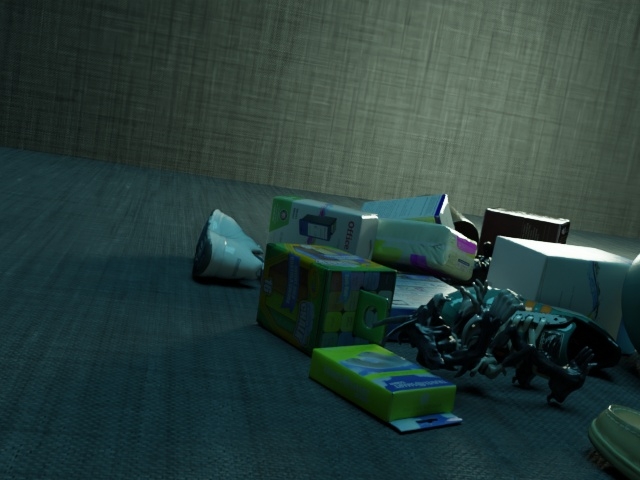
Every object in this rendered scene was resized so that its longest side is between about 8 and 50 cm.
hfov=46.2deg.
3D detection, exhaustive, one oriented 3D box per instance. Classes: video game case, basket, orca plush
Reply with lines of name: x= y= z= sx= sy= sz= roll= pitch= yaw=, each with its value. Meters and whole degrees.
video game case: x=0.143 y=0.113 z=1.319 sx=0.269 sy=0.061 sz=0.244 roll=6 pitch=11 yaw=-23
basket: x=0.332 y=-0.026 z=2.096 sx=0.204 sy=0.154 sz=0.227 roll=-19 pitch=23 yaw=-14
orca plush: x=0.376 y=0.048 z=1.827 sx=0.287 sy=0.102 sz=0.151 roll=4 pitch=11 yaw=-31

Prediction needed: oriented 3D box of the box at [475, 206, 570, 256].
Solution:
box: x=0.547 y=0.011 z=2.027 sx=0.203 sy=0.167 sz=0.168 roll=13 pitch=10 yaw=24

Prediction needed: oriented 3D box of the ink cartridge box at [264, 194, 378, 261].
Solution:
ink cartridge box: x=0.000 y=0.000 z=1.572 sx=0.212 sy=0.154 sz=0.093 roll=14 pitch=10 yaw=24

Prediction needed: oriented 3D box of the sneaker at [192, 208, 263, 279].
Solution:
sneaker: x=-0.182 y=0.022 z=1.493 sx=0.129 sy=0.111 sz=0.297 roll=19 pitch=14 yaw=-12

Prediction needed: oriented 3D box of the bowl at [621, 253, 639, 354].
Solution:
bowl: x=0.625 y=0.110 z=1.242 sx=0.312 sy=0.311 sz=0.163 roll=6 pitch=-10 yaw=-23

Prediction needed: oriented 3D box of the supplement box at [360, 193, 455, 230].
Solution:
supplement box: x=0.207 y=-0.032 z=1.851 sx=0.220 sy=0.111 sz=0.114 roll=-5 pitch=31 yaw=24

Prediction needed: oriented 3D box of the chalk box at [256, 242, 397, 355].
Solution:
chalk box: x=0.018 y=0.091 z=1.106 sx=0.132 sy=0.132 sz=0.213 roll=3 pitch=10 yaw=-36

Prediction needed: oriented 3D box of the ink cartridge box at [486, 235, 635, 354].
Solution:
ink cartridge box: x=0.444 y=0.098 z=1.375 sx=0.233 sy=0.168 sz=0.171 roll=6 pitch=10 yaw=-20

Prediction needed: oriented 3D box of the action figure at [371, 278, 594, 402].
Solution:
action figure: x=0.213 y=0.121 z=1.002 sx=0.276 sy=0.141 sz=0.164 roll=19 pitch=6 yaw=-16

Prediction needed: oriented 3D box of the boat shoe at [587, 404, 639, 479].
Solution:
boat shoe: x=0.435 y=0.228 z=0.748 sx=0.122 sy=0.110 sz=0.341 roll=2 pitch=12 yaw=-41

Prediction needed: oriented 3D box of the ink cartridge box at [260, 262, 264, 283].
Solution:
ink cartridge box: x=-0.084 y=0.071 z=1.445 sx=0.063 sy=0.029 sz=0.115 roll=9 pitch=8 yaw=-6

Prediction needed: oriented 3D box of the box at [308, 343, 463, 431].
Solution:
box: x=0.080 y=0.176 z=0.924 sx=0.109 sy=0.042 sz=0.178 roll=2 pitch=11 yaw=-37

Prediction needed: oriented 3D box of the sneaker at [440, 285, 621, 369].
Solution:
sneaker: x=0.329 y=0.142 z=1.181 sx=0.302 sy=0.108 sz=0.121 roll=9 pitch=5 yaw=-11

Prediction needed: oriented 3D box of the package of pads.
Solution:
package of pads: x=0.179 y=0.013 z=1.664 sx=0.296 sy=0.101 sz=0.229 roll=8 pitch=-5 yaw=28
